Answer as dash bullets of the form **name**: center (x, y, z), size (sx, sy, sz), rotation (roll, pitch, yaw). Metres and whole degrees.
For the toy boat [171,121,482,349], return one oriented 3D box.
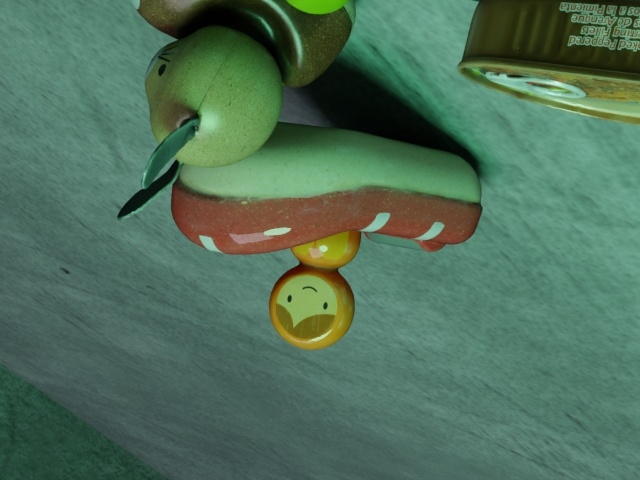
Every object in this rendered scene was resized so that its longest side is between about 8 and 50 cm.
- **toy boat**: center (0.000, 0.000, 1.081), size (0.151, 0.151, 0.231), rotation (10, -178, 41)

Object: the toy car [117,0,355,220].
- **toy car**: center (-0.076, -0.102, 0.946), size (0.149, 0.188, 0.155), rotation (28, 161, -5)

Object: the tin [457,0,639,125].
- **tin**: center (0.143, -0.067, 0.631), size (0.189, 0.040, 0.106), rotation (13, 175, 41)
